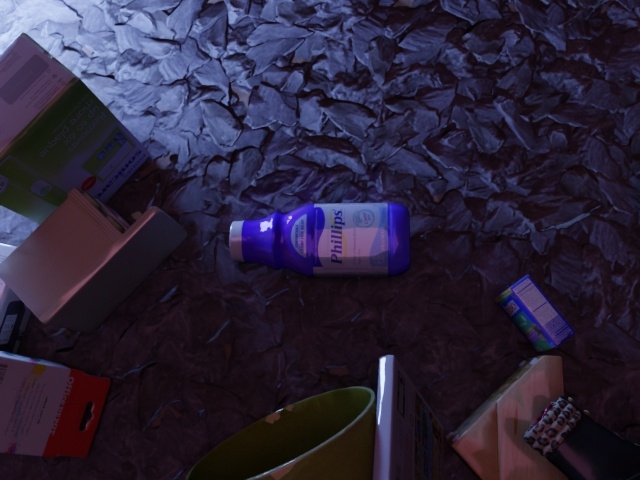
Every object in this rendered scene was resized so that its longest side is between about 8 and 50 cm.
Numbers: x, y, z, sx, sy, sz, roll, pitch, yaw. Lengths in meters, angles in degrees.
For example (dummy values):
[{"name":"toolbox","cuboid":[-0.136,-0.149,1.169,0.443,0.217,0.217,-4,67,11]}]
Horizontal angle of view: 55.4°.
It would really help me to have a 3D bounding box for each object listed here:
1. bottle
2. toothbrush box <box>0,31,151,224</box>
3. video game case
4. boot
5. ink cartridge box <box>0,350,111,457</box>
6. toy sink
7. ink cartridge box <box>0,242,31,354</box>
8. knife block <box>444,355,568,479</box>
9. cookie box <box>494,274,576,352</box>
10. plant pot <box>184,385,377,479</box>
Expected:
[{"name":"bottle","cuboid":[0.000,0.000,0.972,0.283,0.092,0.118,0,78,4]},{"name":"toothbrush box","cuboid":[-0.416,-0.143,0.937,0.122,0.283,0.206,40,82,11]},{"name":"video game case","cuboid":[0.120,0.300,0.798,0.026,0.206,0.226,-15,41,23]},{"name":"boot","cuboid":[0.387,0.267,0.803,0.236,0.085,0.178,-21,56,-44]},{"name":"ink cartridge box","cuboid":[-0.452,0.244,0.916,0.078,0.231,0.134,2,72,47]},{"name":"toy sink","cuboid":[-0.354,0.013,0.964,0.131,0.153,0.234,42,84,12]},{"name":"ink cartridge box","cuboid":[-0.574,0.115,0.981,0.172,0.100,0.237,13,77,7]},{"name":"knife block","cuboid":[0.312,0.336,0.874,0.276,0.088,0.242,-42,78,-7]},{"name":"cookie box","cuboid":[0.322,0.113,0.924,0.040,0.092,0.107,-34,76,-8]},{"name":"plant pot","cuboid":[0.004,0.391,0.811,0.275,0.275,0.293,-23,89,-2]}]
